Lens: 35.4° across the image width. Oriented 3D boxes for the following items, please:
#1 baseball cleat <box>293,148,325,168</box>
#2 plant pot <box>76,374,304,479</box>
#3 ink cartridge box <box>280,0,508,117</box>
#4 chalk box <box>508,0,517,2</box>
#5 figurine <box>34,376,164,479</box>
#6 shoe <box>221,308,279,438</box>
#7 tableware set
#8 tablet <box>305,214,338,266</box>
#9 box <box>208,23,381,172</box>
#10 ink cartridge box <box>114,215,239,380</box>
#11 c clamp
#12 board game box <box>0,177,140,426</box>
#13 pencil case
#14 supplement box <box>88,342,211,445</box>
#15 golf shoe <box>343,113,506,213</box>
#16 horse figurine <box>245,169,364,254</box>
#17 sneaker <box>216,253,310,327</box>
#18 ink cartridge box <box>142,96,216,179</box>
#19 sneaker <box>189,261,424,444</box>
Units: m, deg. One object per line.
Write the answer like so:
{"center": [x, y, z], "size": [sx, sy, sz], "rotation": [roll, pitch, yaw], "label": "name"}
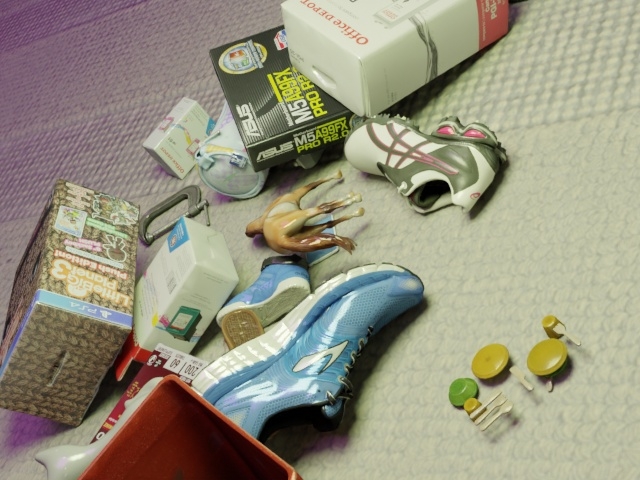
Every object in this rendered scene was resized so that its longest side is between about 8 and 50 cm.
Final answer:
{"center": [0.013, -0.206, 1.631], "size": [0.109, 0.072, 0.206], "rotation": [-13, 48, 25], "label": "baseball cleat"}
{"center": [-0.110, 0.344, 1.027], "size": [0.267, 0.236, 0.267], "rotation": [-50, 36, -12], "label": "plant pot"}
{"center": [0.113, -0.335, 1.529], "size": [0.283, 0.117, 0.207], "rotation": [-33, 50, -19], "label": "ink cartridge box"}
{"center": [0.325, -0.499, 1.552], "size": [0.289, 0.180, 0.179], "rotation": [-2, 51, 40], "label": "chalk box"}
{"center": [-0.239, 0.305, 1.229], "size": [0.209, 0.092, 0.215], "rotation": [-28, 59, 0], "label": "figurine"}
{"center": [-0.085, 0.183, 1.336], "size": [0.076, 0.058, 0.219], "rotation": [-11, 42, -6], "label": "shoe"}
{"center": [0.215, 0.144, 1.119], "size": [0.154, 0.024, 0.104], "rotation": [-43, 32, 1], "label": "tableware set"}
{"center": [0.000, 0.000, 1.481], "size": [0.054, 0.006, 0.083], "rotation": [-30, 36, 17], "label": "tablet"}
{"center": [-0.044, -0.245, 1.606], "size": [0.216, 0.060, 0.270], "rotation": [-19, 47, -4], "label": "box"}
{"center": [-0.222, 0.097, 1.490], "size": [0.231, 0.078, 0.134], "rotation": [-54, 31, 20], "label": "ink cartridge box"}
{"center": [-0.261, -0.041, 1.754], "size": [0.160, 0.022, 0.137], "rotation": [-27, 38, 18], "label": "c clamp"}
{"center": [-0.392, 0.092, 1.556], "size": [0.232, 0.141, 0.291], "rotation": [-57, 26, 32], "label": "board game box"}
{"center": [-0.122, -0.200, 1.706], "size": [0.113, 0.124, 0.273], "rotation": [117, 173, -52], "label": "pencil case"}
{"center": [-0.232, 0.266, 1.362], "size": [0.130, 0.073, 0.239], "rotation": [11, 61, 48], "label": "supplement box"}
{"center": [0.123, -0.106, 1.399], "size": [0.273, 0.105, 0.120], "rotation": [6, 64, 46], "label": "golf shoe"}
{"center": [-0.026, -0.030, 1.452], "size": [0.174, 0.066, 0.263], "rotation": [-24, 19, -2], "label": "horse figurine"}
{"center": [-0.081, 0.072, 1.438], "size": [0.152, 0.058, 0.085], "rotation": [-29, 35, 22], "label": "sneaker"}
{"center": [-0.253, -0.187, 1.841], "size": [0.122, 0.088, 0.052], "rotation": [-50, 39, -11], "label": "ink cartridge box"}
{"center": [0.004, 0.157, 1.235], "size": [0.330, 0.130, 0.147], "rotation": [-36, 67, -12], "label": "sneaker"}
